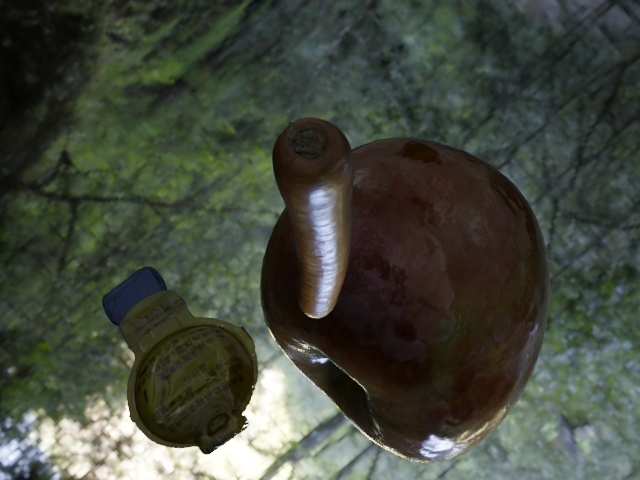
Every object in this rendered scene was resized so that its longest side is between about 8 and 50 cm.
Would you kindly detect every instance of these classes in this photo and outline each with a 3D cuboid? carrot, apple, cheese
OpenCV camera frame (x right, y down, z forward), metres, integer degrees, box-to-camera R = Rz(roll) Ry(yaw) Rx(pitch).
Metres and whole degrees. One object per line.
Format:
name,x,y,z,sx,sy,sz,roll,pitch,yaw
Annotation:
carrot,0.000,0.000,0.572,0.037,0.037,0.190,52,165,25
apple,0.093,0.043,1.088,0.301,0.301,0.301,50,-176,-5
cheese,-0.157,0.126,1.223,0.250,0.156,0.064,52,175,32
